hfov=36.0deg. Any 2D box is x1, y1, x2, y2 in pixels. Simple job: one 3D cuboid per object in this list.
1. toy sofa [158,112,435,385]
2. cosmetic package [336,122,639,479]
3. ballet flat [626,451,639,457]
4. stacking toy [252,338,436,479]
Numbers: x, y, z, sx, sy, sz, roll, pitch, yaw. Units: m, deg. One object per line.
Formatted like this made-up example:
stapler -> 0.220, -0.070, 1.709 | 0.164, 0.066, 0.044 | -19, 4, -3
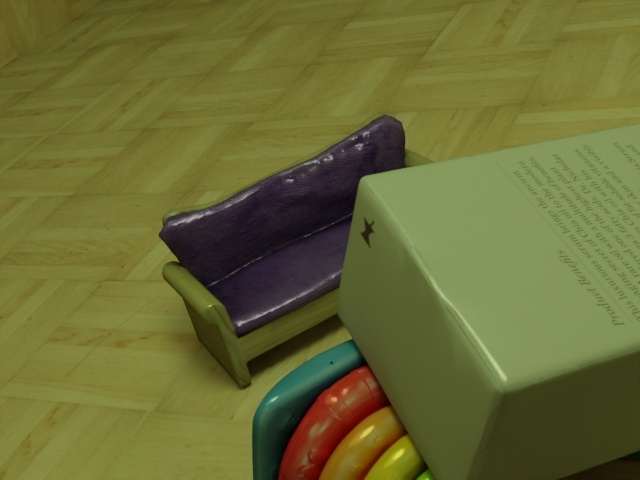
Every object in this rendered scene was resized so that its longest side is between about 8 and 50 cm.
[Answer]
toy sofa -> 0.000, 0.000, 1.185 | 0.362, 0.177, 0.150 | -26, 30, -18
cosmetic package -> 0.269, 0.034, 0.834 | 0.453, 0.161, 0.230 | -11, 46, -21
ballet flat -> 0.202, 0.147, 0.925 | 0.248, 0.086, 0.086 | 9, 37, 24
stacking toy -> 0.093, 0.223, 0.805 | 0.175, 0.166, 0.302 | -26, 41, -32
